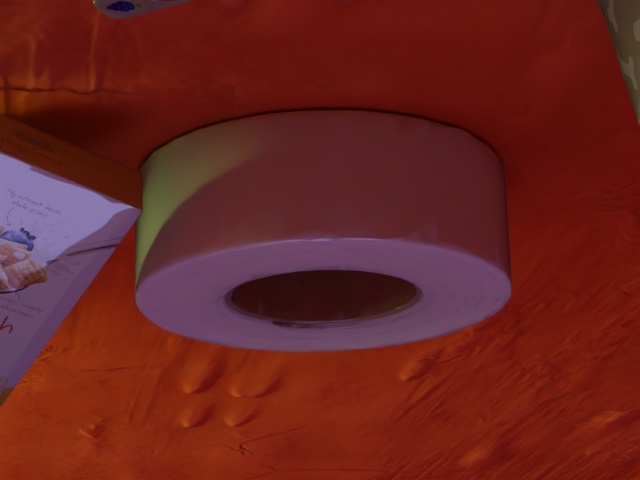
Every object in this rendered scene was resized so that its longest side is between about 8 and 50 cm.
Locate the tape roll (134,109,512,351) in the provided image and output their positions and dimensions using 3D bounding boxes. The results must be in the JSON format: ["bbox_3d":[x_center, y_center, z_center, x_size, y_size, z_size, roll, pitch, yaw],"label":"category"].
[{"bbox_3d":[0.000,0.000,1.427,0.286,0.100,0.286,-2,162,-1],"label":"tape roll"}]

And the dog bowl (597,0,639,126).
[{"bbox_3d":[0.332,-0.126,1.084,0.349,0.102,0.349,-2,161,-1],"label":"dog bowl"}]

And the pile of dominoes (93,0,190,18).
[{"bbox_3d":[-0.052,-0.169,1.015,0.251,0.040,0.196,-10,160,23],"label":"pile of dominoes"}]

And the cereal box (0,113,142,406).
[{"bbox_3d":[-0.254,0.014,1.327,0.173,0.047,0.240,22,127,-23],"label":"cereal box"}]
